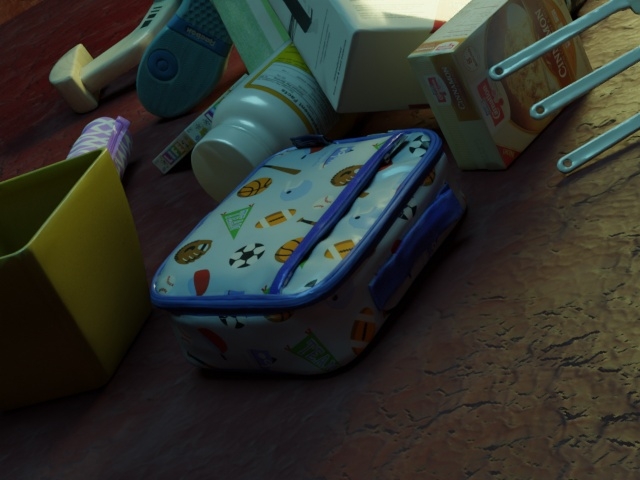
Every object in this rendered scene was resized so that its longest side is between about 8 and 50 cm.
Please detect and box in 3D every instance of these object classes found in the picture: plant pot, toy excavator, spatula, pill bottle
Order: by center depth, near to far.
[{"bbox_3d":[0.305,-0.176,1.220,0.242,0.168,0.019,-31,-18,-3],"label":"spatula"},{"bbox_3d":[-0.300,0.055,1.301,0.212,0.187,0.212,-16,26,25],"label":"plant pot"},{"bbox_3d":[-0.045,-0.145,1.494,0.136,0.136,0.245,-5,33,42],"label":"pill bottle"},{"bbox_3d":[-0.252,-0.442,2.253,0.433,0.222,0.445,-12,37,35],"label":"toy excavator"}]

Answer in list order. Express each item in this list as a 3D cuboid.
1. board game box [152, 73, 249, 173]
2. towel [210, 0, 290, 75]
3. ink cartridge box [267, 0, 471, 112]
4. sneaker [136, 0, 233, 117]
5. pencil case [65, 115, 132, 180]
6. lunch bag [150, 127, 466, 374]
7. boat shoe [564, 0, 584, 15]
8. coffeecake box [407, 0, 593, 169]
[{"bbox_3d":[-0.163,-0.165,1.748,0.103,0.026,0.154,-35,11,49],"label":"board game box"},{"bbox_3d":[-0.021,-0.378,1.713,0.325,0.247,0.038,-40,-22,32],"label":"towel"},{"bbox_3d":[0.068,-0.275,1.459,0.197,0.114,0.272,-5,43,-23],"label":"ink cartridge box"},{"bbox_3d":[-0.167,-0.344,1.969,0.319,0.127,0.208,-53,4,22],"label":"sneaker"},{"bbox_3d":[-0.319,-0.106,1.762,0.088,0.086,0.206,-57,16,22],"label":"pencil case"},{"bbox_3d":[0.000,0.000,1.194,0.243,0.115,0.303,-4,34,38],"label":"lunch bag"},{"bbox_3d":[0.280,-0.325,1.541,0.099,0.116,0.319,-17,21,32],"label":"boat shoe"},{"bbox_3d":[0.195,-0.184,1.312,0.068,0.142,0.185,2,38,49],"label":"coffeecake box"}]
